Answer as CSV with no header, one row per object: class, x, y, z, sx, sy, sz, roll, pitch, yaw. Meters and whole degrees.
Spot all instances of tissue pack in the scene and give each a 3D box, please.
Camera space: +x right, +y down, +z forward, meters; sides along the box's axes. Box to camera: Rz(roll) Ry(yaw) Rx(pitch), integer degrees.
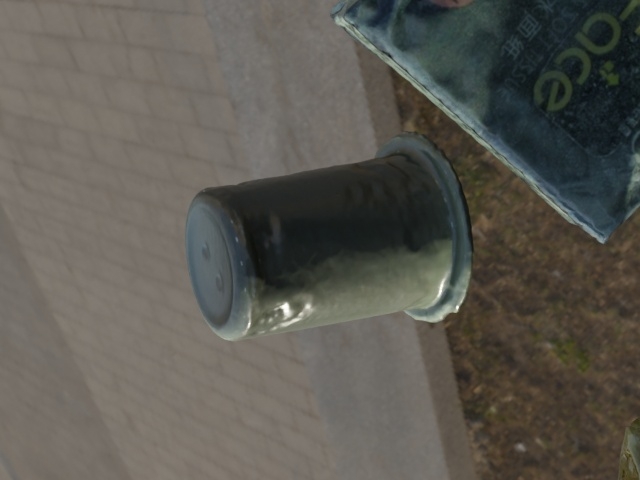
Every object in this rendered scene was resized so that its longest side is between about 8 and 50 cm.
tissue pack,0.199,-0.181,0.889,0.316,0.228,0.103,38,-173,-15

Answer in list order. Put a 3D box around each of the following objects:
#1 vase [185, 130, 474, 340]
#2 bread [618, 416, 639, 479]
vase,0.000,0.000,1.230,0.245,0.291,0.245,28,122,59
bread,0.427,0.332,1.235,0.152,0.130,0.267,2,113,5
